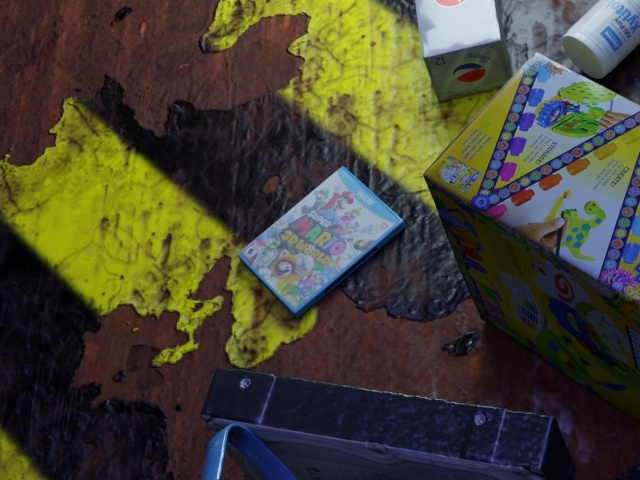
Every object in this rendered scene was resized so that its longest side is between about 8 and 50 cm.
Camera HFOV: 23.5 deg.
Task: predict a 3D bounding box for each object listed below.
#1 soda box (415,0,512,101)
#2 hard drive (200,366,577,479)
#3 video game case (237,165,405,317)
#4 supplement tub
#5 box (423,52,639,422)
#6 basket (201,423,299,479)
[{"bbox_3d":[0.165,-0.314,1.890,0.098,0.091,0.286,-12,56,11],"label":"soda box"},{"bbox_3d":[0.077,0.221,1.487,0.339,0.237,0.064,6,61,22],"label":"hard drive"},{"bbox_3d":[0.000,0.000,1.794,0.166,0.015,0.119,-40,54,-8],"label":"video game case"},{"bbox_3d":[0.342,-0.248,1.797,0.107,0.071,0.071,-45,55,-11],"label":"supplement tub"},{"bbox_3d":[0.286,0.017,1.509,0.279,0.290,0.177,34,74,33],"label":"box"},{"bbox_3d":[-0.007,0.317,1.344,0.201,0.289,0.255,-35,16,22],"label":"basket"}]
